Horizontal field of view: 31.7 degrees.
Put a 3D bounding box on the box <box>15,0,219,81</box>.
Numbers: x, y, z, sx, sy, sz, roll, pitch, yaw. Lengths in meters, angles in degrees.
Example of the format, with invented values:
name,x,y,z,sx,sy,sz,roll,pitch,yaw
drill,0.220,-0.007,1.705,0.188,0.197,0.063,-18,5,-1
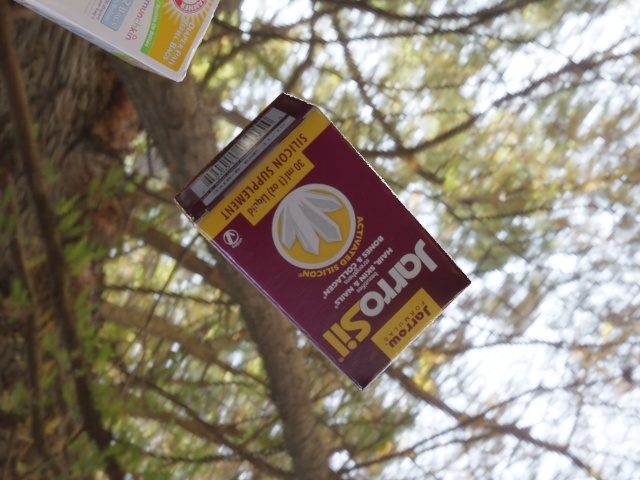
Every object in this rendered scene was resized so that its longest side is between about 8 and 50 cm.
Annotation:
name,x,y,z,sx,sy,sz,roll,pitch,yaw
box,-0.201,-0.240,1.011,0.203,0.114,0.103,27,179,-37

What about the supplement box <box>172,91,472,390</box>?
name,x,y,z,sx,sy,sz,roll,pitch,yaw
supplement box,0.000,0.000,0.375,0.083,0.055,0.043,46,177,-22
